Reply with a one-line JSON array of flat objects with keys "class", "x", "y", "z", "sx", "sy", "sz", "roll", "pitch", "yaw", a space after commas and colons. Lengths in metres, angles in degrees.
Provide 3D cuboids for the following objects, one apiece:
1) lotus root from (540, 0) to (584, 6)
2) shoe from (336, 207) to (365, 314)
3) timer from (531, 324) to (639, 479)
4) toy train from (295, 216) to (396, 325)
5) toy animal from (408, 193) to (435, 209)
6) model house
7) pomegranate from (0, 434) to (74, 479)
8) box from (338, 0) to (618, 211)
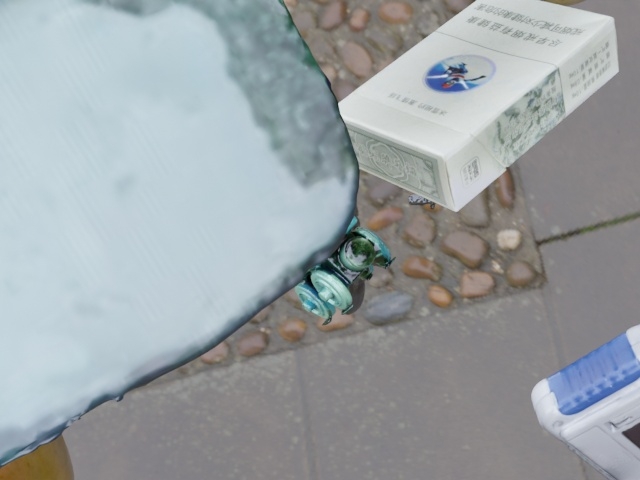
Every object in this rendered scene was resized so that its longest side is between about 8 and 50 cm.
[{"class": "lotus root", "x": 0.332, "y": -0.389, "z": 1.189, "sx": 0.257, "sy": 0.154, "sz": 0.140, "roll": -40, "pitch": 41, "yaw": -13}, {"class": "shoe", "x": 0.000, "y": 0.000, "z": 1.790, "sx": 0.137, "sy": 0.114, "sz": 0.291, "roll": -8, "pitch": 89, "yaw": 29}, {"class": "timer", "x": 0.387, "y": 0.215, "z": 1.129, "sx": 0.178, "sy": 0.253, "sz": 0.078, "roll": -37, "pitch": 35, "yaw": 24}, {"class": "toy train", "x": -0.003, "y": 0.016, "z": 1.280, "sx": 0.163, "sy": 0.203, "sz": 0.112, "roll": 45, "pitch": 70, "yaw": -1}, {"class": "toy animal", "x": 0.201, "y": -0.081, "z": 1.590, "sx": 0.136, "sy": 0.065, "sz": 0.047, "roll": -26, "pitch": 70, "yaw": 41}, {"class": "model house", "x": -0.169, "y": -0.042, "z": 0.452, "sx": 0.253, "sy": 0.184, "sz": 0.291, "roll": -38, "pitch": 29, "yaw": -25}, {"class": "pomegranate", "x": -0.265, "y": 0.171, "z": 0.630, "sx": 0.191, "sy": 0.191, "sz": 0.191, "roll": -8, "pitch": 73, "yaw": 26}, {"class": "box", "x": 0.156, "y": -0.150, "z": 0.955, "sx": 0.256, "sy": 0.069, "sz": 0.164, "roll": -39, "pitch": 43, "yaw": -22}]
